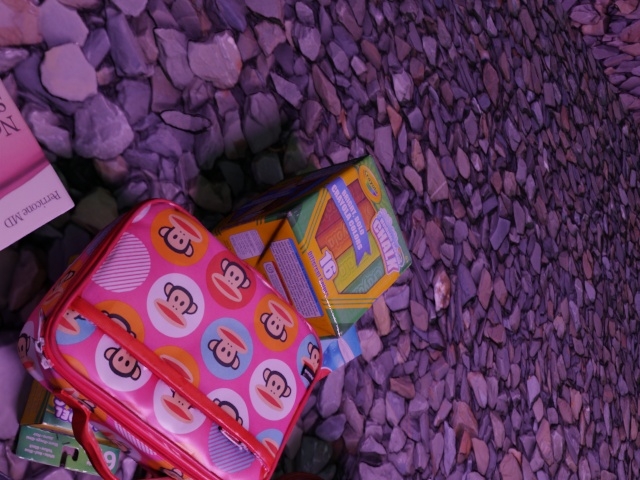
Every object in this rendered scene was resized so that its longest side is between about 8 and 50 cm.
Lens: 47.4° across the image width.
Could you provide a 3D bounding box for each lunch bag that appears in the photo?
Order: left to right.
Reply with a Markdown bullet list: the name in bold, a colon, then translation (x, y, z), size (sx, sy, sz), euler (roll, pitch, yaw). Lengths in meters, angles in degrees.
- **lunch bag**: translation (-0.155, 0.129, 0.760), size (0.293, 0.120, 0.258), euler (44, 51, -20)

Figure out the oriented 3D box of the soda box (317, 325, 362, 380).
- **soda box**: translation (-0.030, 0.166, 1.040), size (0.210, 0.067, 0.071), euler (-20, 96, -51)

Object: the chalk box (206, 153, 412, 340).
- **chalk box**: translation (0.000, 0.000, 1.033), size (0.289, 0.179, 0.180), euler (-40, 112, -48)

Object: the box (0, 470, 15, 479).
- **box**: translation (-0.283, 0.342, 0.495), size (0.343, 0.179, 0.312), euler (38, 47, -8)

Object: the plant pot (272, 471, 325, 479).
- **plant pot**: translation (0.067, 0.438, 0.922), size (0.272, 0.265, 0.272), euler (17, 67, -48)

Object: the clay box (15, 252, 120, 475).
- **clay box**: translation (-0.238, 0.137, 0.798), size (0.127, 0.053, 0.221), euler (31, 56, -41)

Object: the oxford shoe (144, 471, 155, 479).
- **oxford shoe**: translation (-0.131, 0.365, 0.840), size (0.146, 0.141, 0.396), euler (84, 8, -60)

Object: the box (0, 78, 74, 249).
- **box**: translation (-0.361, -0.087, 0.650), size (0.148, 0.127, 0.232), euler (-46, 115, -48)
